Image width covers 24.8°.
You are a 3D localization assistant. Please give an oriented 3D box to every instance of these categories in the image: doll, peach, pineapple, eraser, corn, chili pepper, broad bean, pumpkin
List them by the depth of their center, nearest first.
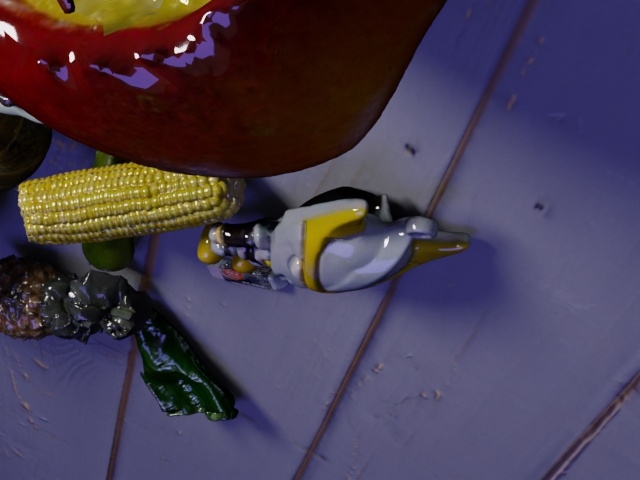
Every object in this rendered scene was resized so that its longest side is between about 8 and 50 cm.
[{"bbox_3d":[-0.080,-0.210,1.016,0.406,0.335,0.310,11,164,21],"label":"peach"},{"bbox_3d":[-0.004,0.000,1.466,0.316,0.103,0.145,-3,140,49],"label":"doll"},{"bbox_3d":[-0.201,-0.042,1.521,0.248,0.081,0.081,-7,137,16],"label":"corn"},{"bbox_3d":[-0.404,-0.139,1.548,0.219,0.162,0.219,1,156,1],"label":"pumpkin"},{"bbox_3d":[-0.225,-0.042,1.628,0.098,0.056,0.318,34,146,-5],"label":"broad bean"},{"bbox_3d":[-0.083,0.040,1.660,0.099,0.019,0.027,12,144,29],"label":"eraser"},{"bbox_3d":[-0.317,0.078,1.820,0.237,0.119,0.111,4,100,31],"label":"pineapple"},{"bbox_3d":[-0.177,0.167,1.881,0.108,0.062,0.216,-1,137,31],"label":"chili pepper"}]

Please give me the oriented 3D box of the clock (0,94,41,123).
[{"bbox_3d":[-0.283,-0.221,1.349,0.199,0.146,0.243,22,155,20],"label":"clock"}]
